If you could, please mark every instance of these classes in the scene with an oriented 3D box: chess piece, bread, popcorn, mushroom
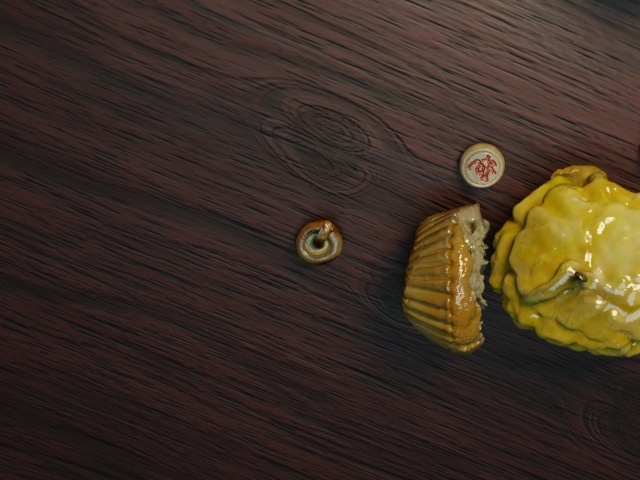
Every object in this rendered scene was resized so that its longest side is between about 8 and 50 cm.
[{"bbox_3d":[0.296,-0.137,1.727,0.083,0.038,0.084,1,111,3],"label":"chess piece"},{"bbox_3d":[0.231,0.069,1.697,0.149,0.274,0.274,-1,111,15],"label":"bread"},{"bbox_3d":[0.479,0.055,1.650,0.349,0.381,0.349,-8,67,19],"label":"popcorn"},{"bbox_3d":[0.006,-0.006,1.783,0.088,0.073,0.129,42,144,4],"label":"mushroom"}]
